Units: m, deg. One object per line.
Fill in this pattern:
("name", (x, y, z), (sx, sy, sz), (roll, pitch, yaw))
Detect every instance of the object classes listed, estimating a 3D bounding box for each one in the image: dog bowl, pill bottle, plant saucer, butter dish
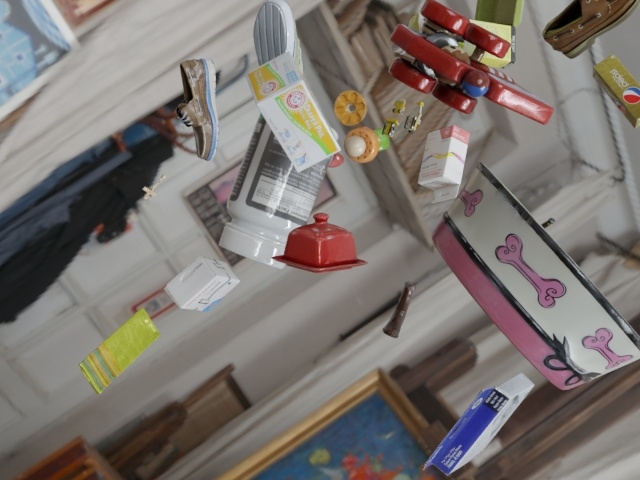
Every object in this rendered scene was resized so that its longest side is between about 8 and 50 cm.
("dog bowl", (0.345, 0.070, 1.404), (0.408, 0.150, 0.408), (45, 11, -12))
("pill bottle", (-0.108, -0.128, 2.072), (0.204, 0.361, 0.204), (21, 0, 0))
("plant saucer", (0.489, -0.650, 2.272), (0.188, 0.045, 0.188), (-149, -117, -64))
("butter dish", (0.000, 0.000, 1.811), (0.160, 0.159, 0.118), (12, -77, 48))

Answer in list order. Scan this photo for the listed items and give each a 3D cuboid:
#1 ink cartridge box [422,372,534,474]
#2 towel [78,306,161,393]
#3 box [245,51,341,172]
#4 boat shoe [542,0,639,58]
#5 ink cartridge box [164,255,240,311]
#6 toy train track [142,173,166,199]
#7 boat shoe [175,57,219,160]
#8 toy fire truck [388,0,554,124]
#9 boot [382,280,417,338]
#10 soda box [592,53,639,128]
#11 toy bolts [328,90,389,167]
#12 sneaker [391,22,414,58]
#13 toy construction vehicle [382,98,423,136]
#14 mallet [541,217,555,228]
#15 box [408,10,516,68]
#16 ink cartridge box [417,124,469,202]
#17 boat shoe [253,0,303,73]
("ink cartridge box", (0.328, 0.380, 1.744), (0.045, 0.223, 0.224), (42, 23, 25))
("towel", (-0.523, 0.287, 2.233), (0.021, 0.237, 0.102), (1, -54, 43))
("box", (-0.054, -0.257, 1.715), (0.203, 0.103, 0.114), (58, 8, -44))
("boat shoe", (0.665, -0.563, 2.051), (0.104, 0.307, 0.111), (26, 45, -18))
("ink cartridge box", (-0.345, 0.130, 2.508), (0.086, 0.148, 0.203), (50, 7, 14))
("toy train track", (-0.433, -0.138, 2.231), (0.048, 0.083, 0.014), (34, 11, -50))
("boat shoe", (-0.225, -0.234, 1.532), (0.066, 0.066, 0.183), (2, -84, 63))
("toy fire truck", (0.293, -0.334, 1.671), (0.302, 0.169, 0.254), (16, 21, -36))
("boot", (0.171, 0.143, 1.801), (0.037, 0.114, 0.106), (24, 16, 3))
("soda box", (0.752, -0.370, 2.111), (0.181, 0.061, 0.058), (59, 5, 22))
("toy bolts", (0.044, -0.300, 2.416), (0.158, 0.228, 0.218), (-19, 86, -60))
("sneaker", (0.294, -0.535, 2.234), (0.115, 0.105, 0.281), (24, -2, -17))
("toy construction vehicle", (0.204, -0.296, 2.083), (0.085, 0.098, 0.035), (10, -11, 39))
("mallet", (0.588, -0.032, 2.341), (0.062, 0.039, 0.190), (20, -18, 3))
("box", (0.308, -0.431, 1.842), (0.058, 0.232, 0.088), (159, -67, -72))
("ink cartridge box", (0.342, -0.213, 2.393), (0.067, 0.198, 0.115), (22, -19, -28))
("boat shoe", (-0.095, -0.458, 2.069), (0.109, 0.094, 0.302), (29, -39, 23))
